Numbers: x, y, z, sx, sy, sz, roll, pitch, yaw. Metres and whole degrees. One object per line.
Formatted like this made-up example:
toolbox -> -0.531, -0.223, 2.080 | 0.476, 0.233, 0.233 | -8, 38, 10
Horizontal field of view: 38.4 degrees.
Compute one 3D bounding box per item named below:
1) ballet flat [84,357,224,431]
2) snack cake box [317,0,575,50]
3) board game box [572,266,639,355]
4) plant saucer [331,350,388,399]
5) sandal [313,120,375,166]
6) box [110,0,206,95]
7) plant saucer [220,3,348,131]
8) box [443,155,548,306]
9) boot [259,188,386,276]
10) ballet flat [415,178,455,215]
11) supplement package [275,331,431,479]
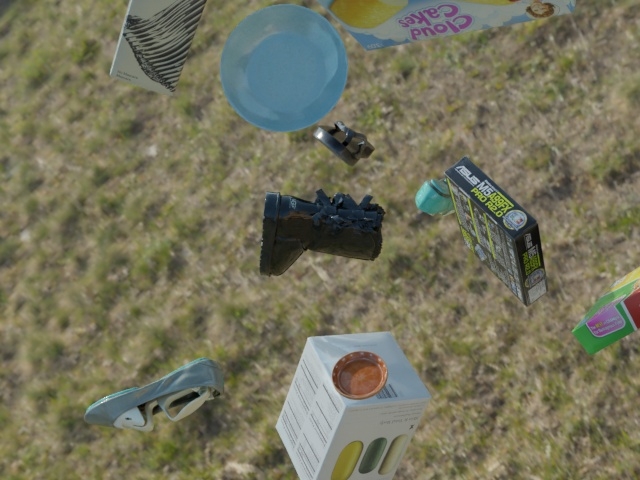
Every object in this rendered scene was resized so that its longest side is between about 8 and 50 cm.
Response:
ballet flat -> -0.239, 0.237, 1.326 | 0.213, 0.072, 0.068 | -24, 61, 1
snack cake box -> 0.128, -0.298, 0.996 | 0.264, 0.152, 0.089 | -2, 66, 37
board game box -> 0.681, 0.088, 1.847 | 0.242, 0.064, 0.316 | -34, -7, -47
plant saucer -> 0.058, 0.199, 1.348 | 0.083, 0.013, 0.084 | -7, 47, 7
sandal -> 0.051, -0.193, 1.713 | 0.054, 0.097, 0.254 | -52, -3, 15
box -> -0.236, -0.365, 1.410 | 0.094, 0.113, 0.275 | -90, 20, -45
plant saucer -> -0.054, -0.258, 1.394 | 0.195, 0.195, 0.037 | -37, -5, 1
box -> 0.352, -0.014, 1.832 | 0.060, 0.270, 0.216 | -35, 54, -6
boot -> 0.000, 0.000, 0.773 | 0.099, 0.121, 0.045 | 7, 60, -2
ballet flat -> 0.285, -0.098, 2.131 | 0.087, 0.247, 0.083 | -48, 69, 23
supplement package -> 0.061, 0.352, 1.878 | 0.198, 0.199, 0.263 | 57, 138, 44
